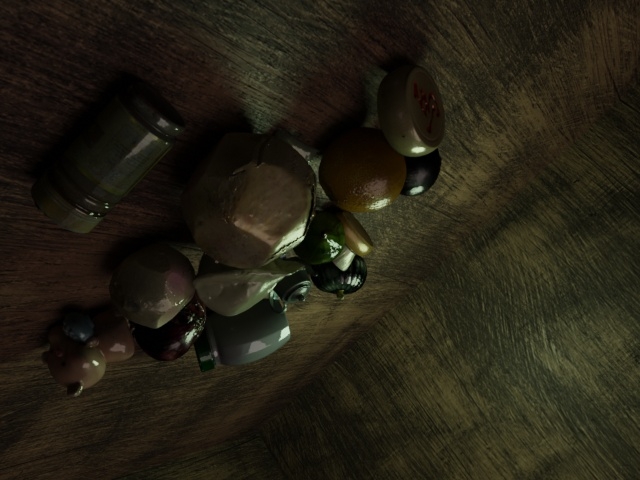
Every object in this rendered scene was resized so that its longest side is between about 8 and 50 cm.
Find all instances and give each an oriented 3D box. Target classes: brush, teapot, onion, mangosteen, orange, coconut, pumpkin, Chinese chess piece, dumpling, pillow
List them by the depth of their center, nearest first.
[{"bbox_3d":[-0.180,-0.116,1.391,0.352,0.353,0.353,-29,154,-16],"label":"coconut"},{"bbox_3d":[-0.473,0.127,1.502,0.227,0.227,0.230,-48,-177,22],"label":"coconut"},{"bbox_3d":[-0.127,-0.209,1.555,0.148,0.050,0.230,27,116,-33],"label":"pillow"},{"bbox_3d":[0.273,-0.382,1.583,0.102,0.274,0.273,-7,177,39],"label":"Chinese chess piece"},{"bbox_3d":[-0.197,0.104,1.590,0.315,0.233,0.395,-2,179,9],"label":"dumpling"},{"bbox_3d":[0.130,-0.215,1.664,0.274,0.274,0.274,-29,154,-16],"label":"orange"},{"bbox_3d":[-0.480,0.266,1.701,0.280,0.281,0.221,-27,129,-20],"label":"onion"},{"bbox_3d":[0.286,-0.267,1.858,0.265,0.228,0.228,-1,150,-1],"label":"mangosteen"},{"bbox_3d":[-0.106,0.173,1.971,0.239,0.149,0.162,-46,154,21],"label":"teapot"},{"bbox_3d":[0.080,-0.012,2.092,0.166,0.174,0.266,-33,142,12],"label":"brush"},{"bbox_3d":[0.081,0.152,2.311,0.249,0.216,0.250,0,158,0],"label":"pumpkin"}]

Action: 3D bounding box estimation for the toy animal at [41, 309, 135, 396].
[{"bbox_3d":[-0.696,0.324,1.618,0.221,0.209,0.230,8,104,-55],"label":"toy animal"}]

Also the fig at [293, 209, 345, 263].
[{"bbox_3d":[0.000,0.000,1.876,0.203,0.203,0.235,-37,-166,0],"label":"fig"}]

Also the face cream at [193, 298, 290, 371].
[{"bbox_3d":[-0.312,0.353,2.061,0.356,0.312,0.220,-14,107,-15],"label":"face cream"}]

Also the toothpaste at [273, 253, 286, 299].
[{"bbox_3d":[-0.176,0.121,2.065,0.067,0.081,0.337,-27,153,-20],"label":"toothpaste"}]

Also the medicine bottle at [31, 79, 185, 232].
[{"bbox_3d":[-0.444,-0.175,1.129,0.322,0.151,0.151,-42,154,11],"label":"medicine bottle"}]

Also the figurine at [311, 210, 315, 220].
[{"bbox_3d":[-0.127,-0.092,1.693,0.263,0.142,0.190,-30,121,-7],"label":"figurine"}]
